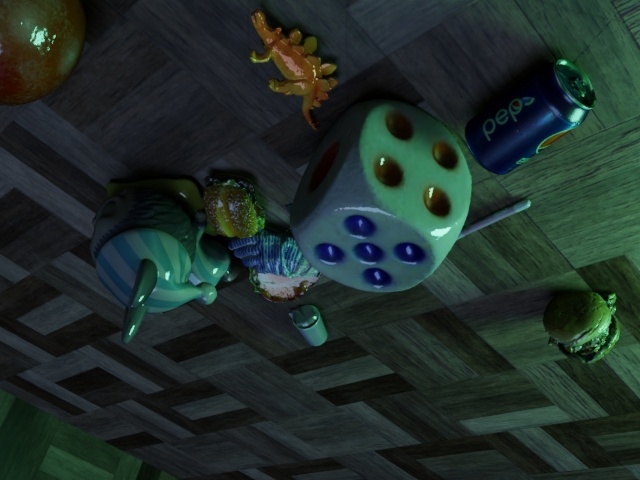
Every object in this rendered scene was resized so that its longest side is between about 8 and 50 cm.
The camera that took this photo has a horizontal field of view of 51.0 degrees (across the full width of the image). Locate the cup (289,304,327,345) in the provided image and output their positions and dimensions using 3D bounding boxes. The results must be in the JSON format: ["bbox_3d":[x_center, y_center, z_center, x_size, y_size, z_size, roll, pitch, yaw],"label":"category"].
[{"bbox_3d":[-0.037,0.227,1.822,0.104,0.074,0.116,22,154,31],"label":"cup"}]

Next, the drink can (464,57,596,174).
[{"bbox_3d":[0.343,-0.202,1.111,0.118,0.118,0.205,29,140,-19],"label":"drink can"}]

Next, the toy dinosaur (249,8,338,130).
[{"bbox_3d":[-0.030,-0.290,1.166,0.117,0.070,0.288,-8,142,26],"label":"toy dinosaur"}]

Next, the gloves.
[{"bbox_3d":[-0.102,0.029,1.543,0.229,0.119,0.097,7,149,10],"label":"gloves"}]

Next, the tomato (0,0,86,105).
[{"bbox_3d":[-0.531,-0.349,1.105,0.264,0.265,0.265,9,142,7],"label":"tomato"}]

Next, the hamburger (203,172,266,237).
[{"bbox_3d":[-0.191,-0.071,1.472,0.137,0.087,0.166,6,141,11],"label":"hamburger"}]

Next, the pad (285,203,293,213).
[{"bbox_3d":[0.048,-0.015,1.533,0.170,0.006,0.245,-10,135,28],"label":"pad"}]

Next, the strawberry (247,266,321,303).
[{"bbox_3d":[-0.086,0.072,1.624,0.187,0.082,0.147,-3,115,10],"label":"strawberry"}]

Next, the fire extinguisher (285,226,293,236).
[{"bbox_3d":[0.000,0.000,1.542,0.173,0.035,0.049,22,180,-9],"label":"fire extinguisher"}]

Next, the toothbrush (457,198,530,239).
[{"bbox_3d":[0.319,-0.025,1.419,0.025,0.020,0.286,41,136,-21],"label":"toothbrush"}]

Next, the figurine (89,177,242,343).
[{"bbox_3d":[-0.375,0.087,1.499,0.266,0.378,0.361,-13,133,31],"label":"figurine"}]

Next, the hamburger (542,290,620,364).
[{"bbox_3d":[0.588,0.178,1.491,0.185,0.159,0.131,-40,115,-4],"label":"hamburger"}]

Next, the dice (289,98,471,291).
[{"bbox_3d":[0.109,-0.078,1.229,0.251,0.259,0.243,29,142,-18],"label":"dice"}]
